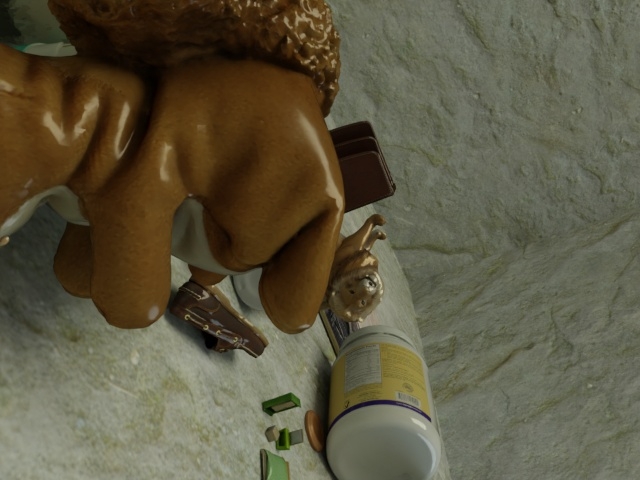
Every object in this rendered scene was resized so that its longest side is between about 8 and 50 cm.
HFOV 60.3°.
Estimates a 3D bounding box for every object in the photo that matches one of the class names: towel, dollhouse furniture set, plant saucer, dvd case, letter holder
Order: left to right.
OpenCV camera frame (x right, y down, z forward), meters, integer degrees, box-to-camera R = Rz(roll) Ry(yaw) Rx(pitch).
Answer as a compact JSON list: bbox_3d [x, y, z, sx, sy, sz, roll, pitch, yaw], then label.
[{"bbox_3d":[-0.058,0.338,0.918,0.076,0.059,0.151,55,19,-46],"label":"dollhouse furniture set"},{"bbox_3d":[-0.009,0.391,1.135,0.083,0.013,0.083,-19,90,-76],"label":"plant saucer"},{"bbox_3d":[0.016,-0.171,1.431,0.152,0.302,0.214,-48,116,-75],"label":"letter holder"},{"bbox_3d":[0.049,0.258,1.554,0.164,0.018,0.221,-48,117,-76],"label":"dvd case"},{"bbox_3d":[0.119,0.192,1.857,0.332,0.053,0.317,27,45,-70],"label":"towel"}]

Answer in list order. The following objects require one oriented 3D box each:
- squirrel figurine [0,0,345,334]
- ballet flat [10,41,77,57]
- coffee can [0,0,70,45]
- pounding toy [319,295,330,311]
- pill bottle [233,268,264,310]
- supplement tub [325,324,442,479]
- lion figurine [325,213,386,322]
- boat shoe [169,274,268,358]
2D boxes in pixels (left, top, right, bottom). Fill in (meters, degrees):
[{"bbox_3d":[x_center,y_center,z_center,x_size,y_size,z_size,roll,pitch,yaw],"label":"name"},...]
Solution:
[{"bbox_3d":[-0.175,-0.127,0.501,0.370,0.397,0.281,15,6,-30],"label":"squirrel figurine"},{"bbox_3d":[-0.246,-0.175,0.611,0.247,0.087,0.083,8,59,-36],"label":"ballet flat"},{"bbox_3d":[-0.316,-0.387,0.635,0.201,0.202,0.275,53,22,-51],"label":"coffee can"},{"bbox_3d":[-0.008,0.110,1.342,0.130,0.141,0.100,76,-1,-71],"label":"pounding toy"},{"bbox_3d":[-0.081,0.068,1.095,0.208,0.119,0.119,-4,74,-76],"label":"pill bottle"},{"bbox_3d":[0.137,0.370,1.254,0.331,0.241,0.241,-83,150,-64],"label":"supplement tub"},{"bbox_3d":[0.000,0.000,1.262,0.392,0.240,0.142,34,-19,17],"label":"lion figurine"},{"bbox_3d":[-0.154,0.132,0.839,0.073,0.073,0.207,-60,137,-22],"label":"boat shoe"}]
